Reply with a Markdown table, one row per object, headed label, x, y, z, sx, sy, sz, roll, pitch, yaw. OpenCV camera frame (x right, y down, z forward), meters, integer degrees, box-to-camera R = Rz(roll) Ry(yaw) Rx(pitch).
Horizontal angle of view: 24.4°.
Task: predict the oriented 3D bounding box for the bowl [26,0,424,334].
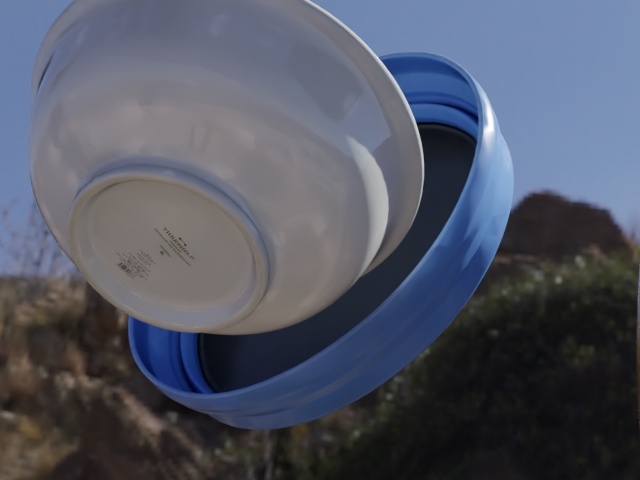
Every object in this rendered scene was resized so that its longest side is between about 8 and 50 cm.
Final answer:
| label | x | y | z | sx | sy | sz | roll | pitch | yaw |
| --- | --- | --- | --- | --- | --- | --- | --- | --- | --- |
| bowl | -0.086 | -0.032 | 1.030 | 0.298 | 0.134 | 0.298 | 10 | -48 | 11 |

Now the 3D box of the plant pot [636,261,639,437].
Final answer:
| label | x | y | z | sx | sy | sz | roll | pitch | yaw |
| --- | --- | --- | --- | --- | --- | --- | --- | --- | --- |
| plant pot | 0.330 | 0.058 | 1.089 | 0.237 | 0.254 | 0.237 | -5 | -32 | -3 |

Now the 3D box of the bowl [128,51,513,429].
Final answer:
| label | x | y | z | sx | sy | sz | roll | pitch | yaw |
| --- | --- | --- | --- | --- | --- | --- | --- | --- | --- |
| bowl | 0.000 | 0.000 | 1.326 | 0.391 | 0.391 | 0.077 | -10 | -46 | 42 |
